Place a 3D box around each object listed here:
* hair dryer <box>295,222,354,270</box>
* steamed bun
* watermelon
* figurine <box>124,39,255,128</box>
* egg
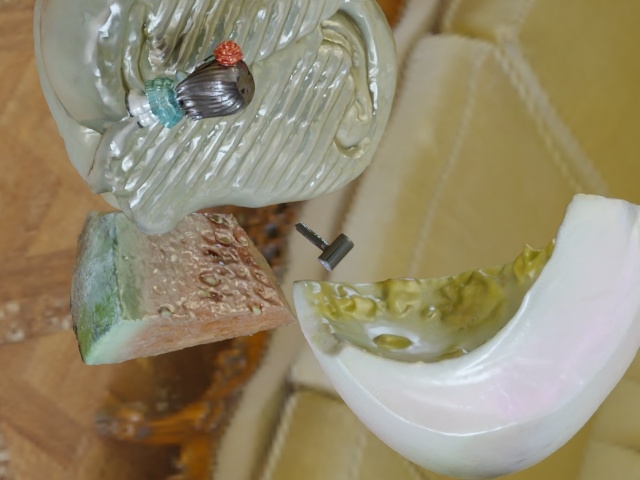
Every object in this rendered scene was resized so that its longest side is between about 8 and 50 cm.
[{"bbox_3d":[0.000,0.000,2.115,0.047,0.083,0.026,-47,147,-10],"label":"hair dryer"},{"bbox_3d":[-0.105,-0.189,1.492,0.324,0.219,0.310,-19,129,-24],"label":"steamed bun"},{"bbox_3d":[-0.136,0.036,1.791,0.256,0.140,0.193,6,59,-27],"label":"watermelon"},{"bbox_3d":[-0.103,-0.120,1.311,0.047,0.106,0.060,-82,151,-53],"label":"figurine"},{"bbox_3d":[0.128,0.088,1.198,0.206,0.271,0.162,32,49,-61],"label":"egg"}]
